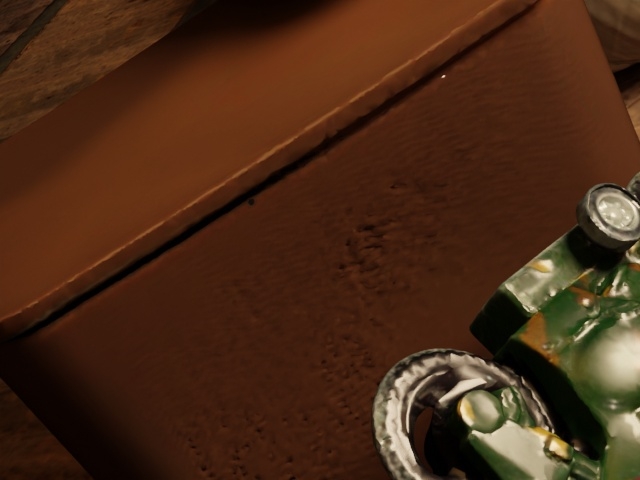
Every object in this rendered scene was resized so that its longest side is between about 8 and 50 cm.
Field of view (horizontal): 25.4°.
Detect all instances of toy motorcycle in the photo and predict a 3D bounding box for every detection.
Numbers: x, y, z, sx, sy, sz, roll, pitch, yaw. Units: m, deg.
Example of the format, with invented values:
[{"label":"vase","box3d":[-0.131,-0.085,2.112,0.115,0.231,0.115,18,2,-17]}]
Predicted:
[{"label":"toy motorcycle","box3d":[0.158,0.067,0.608,0.275,0.187,0.125,-36,-15,-37]}]

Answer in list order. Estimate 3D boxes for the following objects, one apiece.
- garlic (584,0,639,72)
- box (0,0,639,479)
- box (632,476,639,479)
[{"label":"garlic","box3d":[0.173,-0.242,0.981,0.317,0.259,0.317,-14,69,40]},{"label":"box","box3d":[0.000,0.000,0.777,0.339,0.229,0.239,-33,28,-2]},{"label":"box","box3d":[0.131,0.213,0.375,0.193,0.167,0.294,-30,28,7]}]
